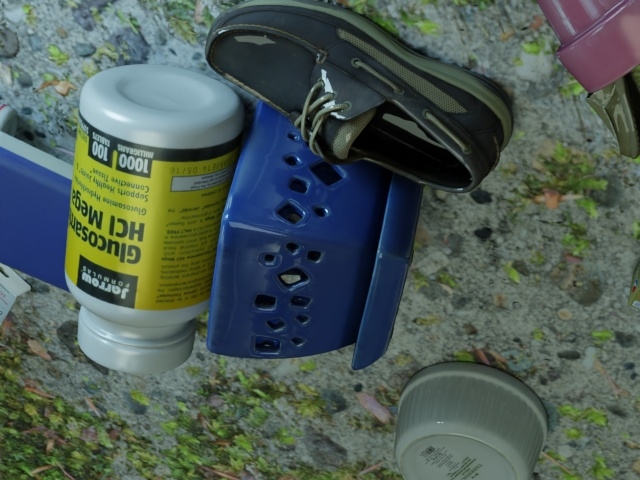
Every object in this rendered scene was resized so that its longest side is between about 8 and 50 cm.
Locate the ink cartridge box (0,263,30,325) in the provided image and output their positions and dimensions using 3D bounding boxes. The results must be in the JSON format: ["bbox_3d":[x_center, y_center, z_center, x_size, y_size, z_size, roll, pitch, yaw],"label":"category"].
[{"bbox_3d":[-0.510,0.085,2.063,0.181,0.062,0.104,-26,119,36],"label":"ink cartridge box"}]

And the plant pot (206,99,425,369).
[{"bbox_3d":[0.000,0.000,1.679,0.212,0.236,0.236,13,135,1],"label":"plant pot"}]

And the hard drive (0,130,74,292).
[{"bbox_3d":[-0.324,-0.013,1.850,0.318,0.040,0.210,26,138,-31],"label":"hard drive"}]

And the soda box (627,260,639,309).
[{"bbox_3d":[0.455,0.071,1.690,0.181,0.061,0.058,22,135,0],"label":"soda box"}]

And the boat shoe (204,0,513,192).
[{"bbox_3d":[0.037,-0.156,1.581,0.355,0.130,0.132,19,135,2],"label":"boat shoe"}]

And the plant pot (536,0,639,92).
[{"bbox_3d":[0.271,-0.268,1.358,0.180,0.201,0.201,48,132,-4],"label":"plant pot"}]

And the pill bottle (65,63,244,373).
[{"bbox_3d":[-0.200,-0.021,1.696,0.187,0.188,0.334,13,116,8],"label":"pill bottle"}]

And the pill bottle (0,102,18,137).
[{"bbox_3d":[-0.466,-0.150,1.806,0.160,0.087,0.087,20,136,1],"label":"pill bottle"}]

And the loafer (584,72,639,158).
[{"bbox_3d":[0.309,-0.153,1.541,0.050,0.056,0.148,-6,119,26],"label":"loafer"}]

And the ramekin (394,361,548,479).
[{"bbox_3d":[0.196,0.272,1.945,0.207,0.109,0.207,11,135,11],"label":"ramekin"}]
